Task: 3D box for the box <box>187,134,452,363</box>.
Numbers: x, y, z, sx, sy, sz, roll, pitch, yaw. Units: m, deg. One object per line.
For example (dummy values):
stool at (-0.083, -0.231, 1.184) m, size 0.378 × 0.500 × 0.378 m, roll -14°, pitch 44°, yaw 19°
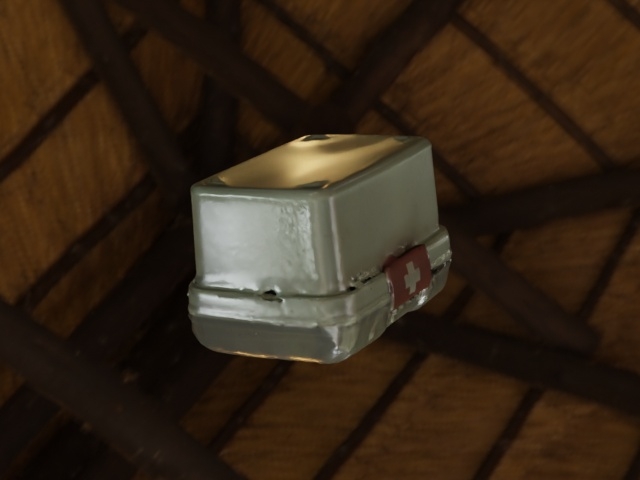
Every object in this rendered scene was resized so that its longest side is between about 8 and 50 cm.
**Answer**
box at (0.000, 0.000, 1.091) m, size 0.210 × 0.148 × 0.129 m, roll -30°, pitch -61°, yaw -58°
